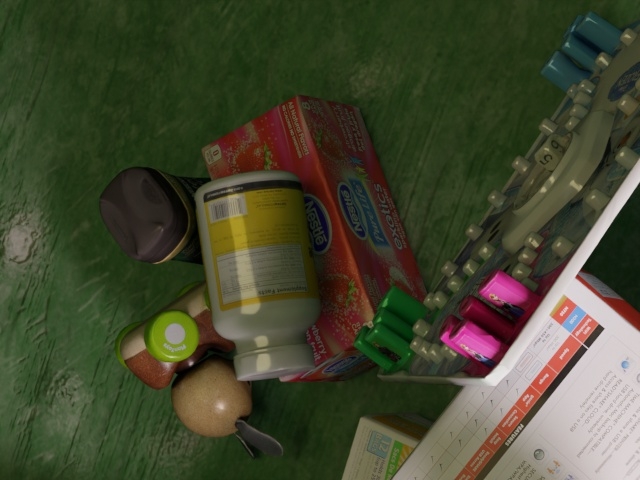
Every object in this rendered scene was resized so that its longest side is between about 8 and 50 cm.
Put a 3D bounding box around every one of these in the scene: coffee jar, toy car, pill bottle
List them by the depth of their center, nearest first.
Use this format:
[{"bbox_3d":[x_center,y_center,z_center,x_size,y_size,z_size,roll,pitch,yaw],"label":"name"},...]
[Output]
[{"bbox_3d":[-0.055,0.033,1.740,0.103,0.103,0.184,-14,80,32],"label":"pill bottle"},{"bbox_3d":[-0.099,0.138,1.895,0.188,0.149,0.155,57,160,-4],"label":"toy car"},{"bbox_3d":[-0.137,-0.022,1.896,0.079,0.184,0.096,-48,64,21],"label":"coffee jar"}]

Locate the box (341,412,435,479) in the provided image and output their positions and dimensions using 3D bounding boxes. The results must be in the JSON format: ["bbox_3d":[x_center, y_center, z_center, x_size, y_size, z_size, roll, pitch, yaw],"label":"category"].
[{"bbox_3d":[0.080,0.277,1.784,0.114,0.103,0.203,20,98,33],"label":"box"}]

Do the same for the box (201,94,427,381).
[{"bbox_3d":[0.000,0.000,1.842,0.128,0.123,0.257,-27,73,28],"label":"box"}]

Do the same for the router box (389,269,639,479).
[{"bbox_3d":[0.198,0.242,1.407,0.301,0.082,0.335,42,101,23],"label":"router box"}]

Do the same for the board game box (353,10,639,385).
[{"bbox_3d":[0.183,-0.055,1.530,0.050,0.390,0.390,36,81,-7],"label":"board game box"}]
